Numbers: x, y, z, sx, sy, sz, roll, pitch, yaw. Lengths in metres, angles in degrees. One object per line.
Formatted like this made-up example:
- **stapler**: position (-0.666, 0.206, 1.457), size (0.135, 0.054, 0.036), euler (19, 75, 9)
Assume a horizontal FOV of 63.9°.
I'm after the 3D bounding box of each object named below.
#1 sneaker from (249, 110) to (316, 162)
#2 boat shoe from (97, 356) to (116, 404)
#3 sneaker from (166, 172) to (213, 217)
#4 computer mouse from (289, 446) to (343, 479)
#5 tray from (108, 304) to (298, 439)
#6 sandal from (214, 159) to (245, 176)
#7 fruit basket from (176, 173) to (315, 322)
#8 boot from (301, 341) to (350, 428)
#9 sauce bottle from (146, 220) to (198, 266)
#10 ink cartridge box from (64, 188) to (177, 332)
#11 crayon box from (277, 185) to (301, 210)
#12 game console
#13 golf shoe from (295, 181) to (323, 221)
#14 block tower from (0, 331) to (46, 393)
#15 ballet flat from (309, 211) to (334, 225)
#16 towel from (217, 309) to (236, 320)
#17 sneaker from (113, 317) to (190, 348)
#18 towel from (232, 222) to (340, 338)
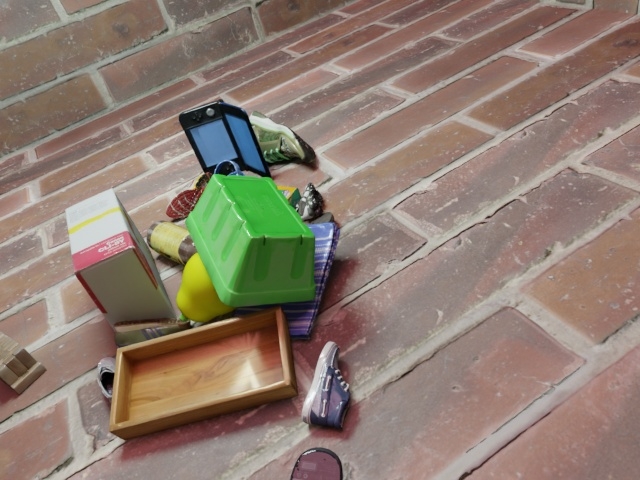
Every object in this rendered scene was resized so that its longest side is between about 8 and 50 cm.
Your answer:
- **sneaker**: position (-0.173, -0.346, 1.962), size (0.410, 0.158, 0.182), euler (36, 94, 45)
- **boat shoe**: position (-0.523, 0.342, 1.273), size (0.066, 0.063, 0.184), euler (-29, 39, -13)
- **sneaker**: position (-0.475, -0.157, 1.872), size (0.093, 0.088, 0.225), euler (-6, 34, 49)
- **computer mouse**: position (-0.052, 0.499, 0.891), size (0.184, 0.060, 0.262), euler (-4, 51, 12)
- **tray**: position (-0.268, 0.302, 1.182), size (0.411, 0.076, 0.202), euler (-15, 50, 3)
- **sandal**: position (-0.335, -0.163, 1.763), size (0.126, 0.138, 0.317), euler (-7, 41, 12)
- **fruit basket**: position (-0.207, 0.059, 1.306), size (0.283, 0.392, 0.392), euler (-1, 27, -32)
- **boot**: position (0.030, 0.307, 1.093), size (0.086, 0.069, 0.190), euler (6, 52, 19)
- **sauce bottle**: position (-0.401, 0.026, 1.574), size (0.344, 0.111, 0.111), euler (19, 51, 40)
- **ink cartridge box**: position (-0.576, 0.061, 1.466), size (0.160, 0.279, 0.384), euler (-28, 39, -13)
- **crayon box**: position (-0.192, -0.063, 1.621), size (0.165, 0.081, 0.278), euler (7, 44, 29)
- **game console**: position (-0.343, -0.337, 1.850), size (0.250, 0.293, 0.173), euler (-18, 37, 1)
- **golf shoe**: position (-0.045, -0.121, 1.635), size (0.094, 0.077, 0.198), euler (-34, 18, 15)
- **block tower**: position (-0.916, 0.315, 1.448), size (0.336, 0.097, 0.091), euler (14, 49, 33)
- **ballet flat**: position (0.000, 0.000, 1.494), size (0.084, 0.058, 0.250), euler (-22, 29, 23)
- **towel**: position (-0.277, 0.164, 1.421), size (0.148, 0.027, 0.110), euler (16, 50, 35)
- **sneaker**: position (-0.441, 0.254, 1.351), size (0.192, 0.086, 0.064), euler (0, 6, -22)
- **towel**: position (-0.094, 0.096, 1.353), size (0.243, 0.040, 0.336), euler (-2, 54, 27)
